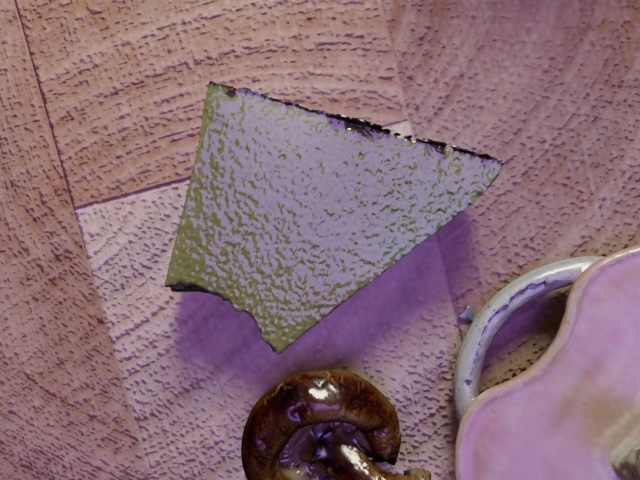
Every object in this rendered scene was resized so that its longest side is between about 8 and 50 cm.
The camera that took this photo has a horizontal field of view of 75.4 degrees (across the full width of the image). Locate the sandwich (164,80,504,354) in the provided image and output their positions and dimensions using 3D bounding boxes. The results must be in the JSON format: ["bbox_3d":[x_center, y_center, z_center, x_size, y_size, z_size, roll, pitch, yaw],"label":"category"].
[{"bbox_3d":[0.000,0.000,0.367,0.245,0.063,0.212,16,98,2],"label":"sandwich"}]

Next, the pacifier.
[{"bbox_3d":[0.247,0.150,0.288,0.220,0.273,0.332,36,96,-16],"label":"pacifier"}]

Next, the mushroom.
[{"bbox_3d":[0.018,0.182,0.367,0.170,0.080,0.135,23,107,1],"label":"mushroom"}]
